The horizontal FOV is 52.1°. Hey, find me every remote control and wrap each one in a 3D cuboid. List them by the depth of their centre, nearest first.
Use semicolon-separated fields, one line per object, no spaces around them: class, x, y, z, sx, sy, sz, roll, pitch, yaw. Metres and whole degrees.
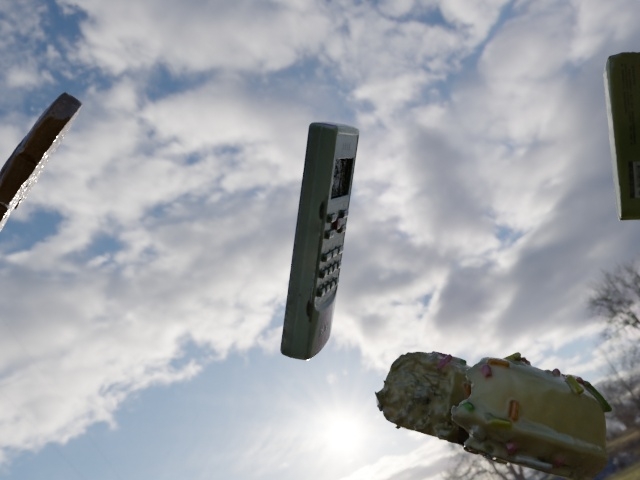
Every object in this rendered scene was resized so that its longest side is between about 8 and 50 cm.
remote control;0.001;0.000;0.959;0.145;0.050;0.343;-27;-55;-72

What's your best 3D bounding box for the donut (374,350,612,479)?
donut;0.276;0.261;1.004;0.308;0.150;0.371;20;-13;-13

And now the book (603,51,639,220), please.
book;0.581;-0.151;0.949;0.353;0.239;0.035;-2;-4;-8

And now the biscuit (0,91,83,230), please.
biscuit;-0.434;-0.111;0.964;0.044;0.185;0.295;33;-52;-21
